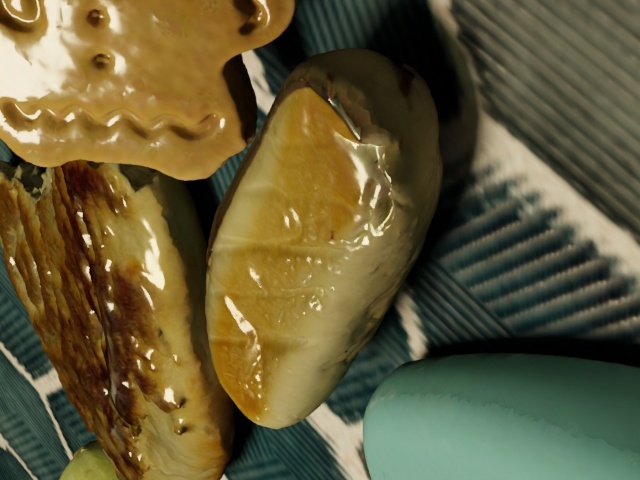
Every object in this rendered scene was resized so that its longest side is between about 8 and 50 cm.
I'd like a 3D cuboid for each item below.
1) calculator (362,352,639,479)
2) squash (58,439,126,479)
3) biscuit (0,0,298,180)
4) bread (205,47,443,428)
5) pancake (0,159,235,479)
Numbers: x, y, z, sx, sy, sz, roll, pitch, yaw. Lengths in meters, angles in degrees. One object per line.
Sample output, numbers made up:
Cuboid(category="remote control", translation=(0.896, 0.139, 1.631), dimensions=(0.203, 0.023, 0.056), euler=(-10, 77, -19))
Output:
Cuboid(category="calculator", translation=(0.131, 0.155, 0.547), dimensions=(0.386, 0.054, 0.256), euler=(11, 129, 63))
Cuboid(category="squash", translation=(-0.064, 0.219, 0.971), dimensions=(0.250, 0.083, 0.083), euler=(56, 156, -4))
Cuboid(category="biscuit", translation=(-0.070, -0.101, 0.572), dimensions=(0.133, 0.027, 0.184), euler=(16, 123, 3))
Cuboid(category="bread", translation=(0.000, 0.000, 0.611), dimensions=(0.073, 0.053, 0.214), euler=(47, 152, 14))
Cuboid(category="pancake", translation=(-0.112, 0.012, 0.869), dimensions=(0.244, 0.057, 0.266), euler=(47, 151, 43))
